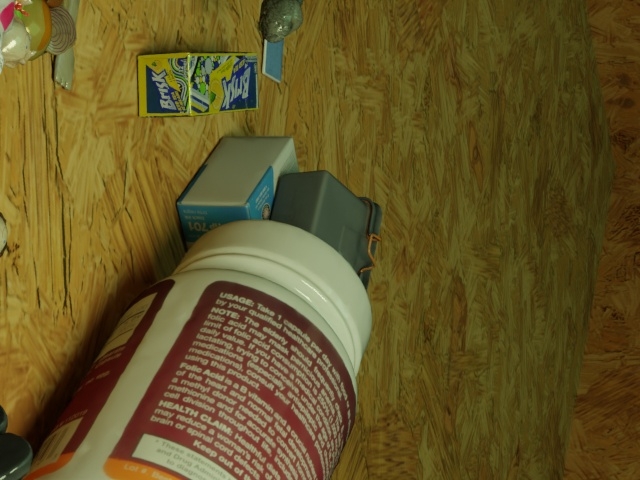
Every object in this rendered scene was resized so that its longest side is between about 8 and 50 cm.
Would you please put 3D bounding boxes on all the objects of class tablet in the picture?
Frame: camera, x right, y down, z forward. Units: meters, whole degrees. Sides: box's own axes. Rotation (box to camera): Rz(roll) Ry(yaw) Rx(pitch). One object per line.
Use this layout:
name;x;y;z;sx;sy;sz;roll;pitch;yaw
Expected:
tablet;-0.051;-0.216;1.889;0.054;0.006;0.083;20;73;-70

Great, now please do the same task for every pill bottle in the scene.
pill bottle;-0.098;0.166;1.454;0.392;0.224;0.224;-62;148;-51

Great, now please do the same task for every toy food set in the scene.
toy food set;-0.218;-0.201;1.363;0.192;0.039;0.132;35;58;-67

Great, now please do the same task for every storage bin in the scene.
storage bin;0.000;0.000;1.687;0.091;0.098;0.135;45;49;-48

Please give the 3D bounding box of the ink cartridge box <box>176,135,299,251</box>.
ink cartridge box;-0.066;0.010;1.744;0.139;0.082;0.190;-60;147;-53

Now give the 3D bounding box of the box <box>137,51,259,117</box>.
box;-0.113;-0.148;1.645;0.169;0.054;0.059;-17;107;-69

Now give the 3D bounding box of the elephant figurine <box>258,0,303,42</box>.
elephant figurine;-0.061;-0.315;1.658;0.169;0.186;0.239;43;71;-20

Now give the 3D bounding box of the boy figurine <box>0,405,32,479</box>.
boy figurine;-0.217;0.261;1.231;0.092;0.177;0.285;-24;121;-20

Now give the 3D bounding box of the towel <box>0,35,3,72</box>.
towel;-0.293;-0.181;0.867;0.121;0.235;0.283;-63;149;-63

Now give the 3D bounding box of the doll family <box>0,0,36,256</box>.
doll family;-0.260;-0.093;1.149;0.163;0.118;0.263;89;2;-54
